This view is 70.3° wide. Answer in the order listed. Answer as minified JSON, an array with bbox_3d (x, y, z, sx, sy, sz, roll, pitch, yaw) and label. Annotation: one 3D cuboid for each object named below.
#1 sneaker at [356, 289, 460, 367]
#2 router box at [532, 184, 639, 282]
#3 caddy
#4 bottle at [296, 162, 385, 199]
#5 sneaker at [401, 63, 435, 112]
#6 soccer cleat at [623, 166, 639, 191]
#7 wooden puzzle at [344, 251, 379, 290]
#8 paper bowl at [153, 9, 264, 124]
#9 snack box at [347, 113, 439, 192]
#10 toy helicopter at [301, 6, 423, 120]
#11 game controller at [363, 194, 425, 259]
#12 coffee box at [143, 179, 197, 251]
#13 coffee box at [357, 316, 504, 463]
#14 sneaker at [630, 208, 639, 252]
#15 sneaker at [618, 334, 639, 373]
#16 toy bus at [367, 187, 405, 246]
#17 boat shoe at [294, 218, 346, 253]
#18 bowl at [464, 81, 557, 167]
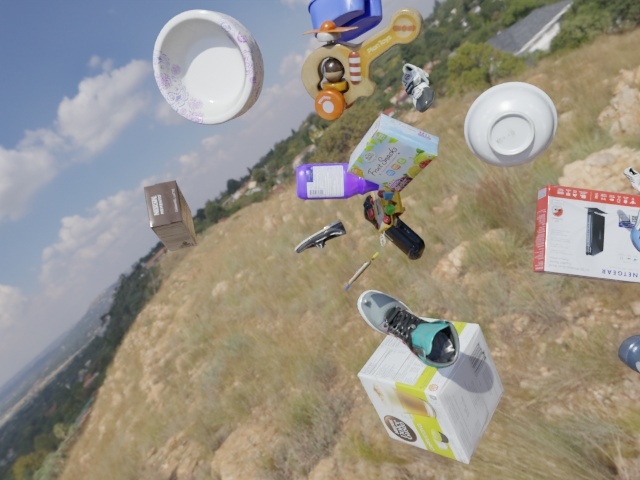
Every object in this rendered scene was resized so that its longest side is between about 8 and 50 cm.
[{"bbox_3d":[0.235,0.227,1.154,0.123,0.296,0.178,-55,4,-16],"label":"sneaker"},{"bbox_3d":[0.920,-0.020,1.563,0.082,0.336,0.300,106,170,-82],"label":"router box"},{"bbox_3d":[0.104,-0.977,1.905,0.242,0.179,0.342,-10,2,-42],"label":"caddy"},{"bbox_3d":[0.064,-0.192,1.464,0.283,0.118,0.092,-2,9,1],"label":"bottle"},{"bbox_3d":[0.469,-0.764,2.266,0.122,0.146,0.330,-46,34,37],"label":"sneaker"},{"bbox_3d":[0.906,-0.175,1.305,0.029,0.083,0.035,-27,-17,2],"label":"soccer cleat"},{"bbox_3d":[0.091,0.071,1.051,0.116,0.014,0.078,-48,-8,0],"label":"wooden puzzle"},{"bbox_3d":[-0.292,-0.469,1.241,0.284,0.284,0.148,-36,11,25],"label":"paper bowl"},{"bbox_3d":[0.192,-0.232,1.244,0.207,0.175,0.070,131,155,-59],"label":"snack box"},{"bbox_3d":[0.094,-0.489,1.172,0.355,0.234,0.140,-23,19,35],"label":"toy helicopter"},{"bbox_3d":[0.293,-0.050,1.848,0.067,0.319,0.166,-41,-21,-9],"label":"game controller"},{"bbox_3d":[-0.476,-0.073,1.459,0.098,0.141,0.246,-13,-17,-9],"label":"coffee box"},{"bbox_3d":[0.402,0.516,1.643,0.335,0.337,0.338,-2,32,46],"label":"coffee box"},{"bbox_3d":[0.709,-0.032,0.970,0.144,0.053,0.059,-62,-6,-26],"label":"sneaker"},{"bbox_3d":[0.884,0.323,1.076,0.131,0.319,0.112,-68,-1,-77],"label":"sneaker"},{"bbox_3d":[0.253,-0.110,1.653,0.105,0.202,0.191,-7,33,-13],"label":"toy bus"},{"bbox_3d":[0.000,0.000,1.668,0.206,0.064,0.075,-32,-2,6],"label":"boat shoe"},{"bbox_3d":[0.635,-0.371,1.524,0.298,0.297,0.134,-34,9,30],"label":"bowl"}]
